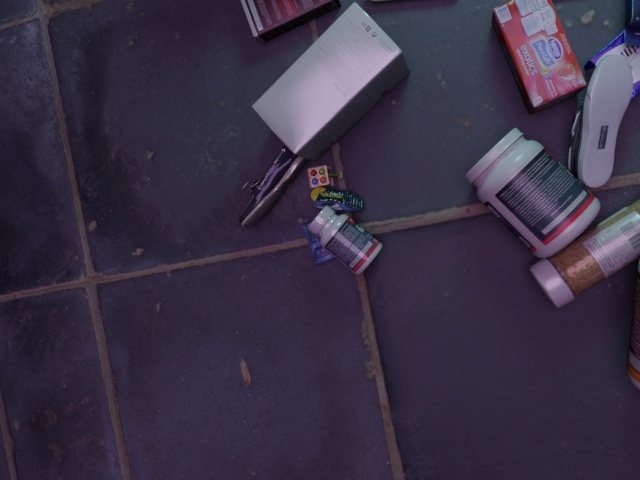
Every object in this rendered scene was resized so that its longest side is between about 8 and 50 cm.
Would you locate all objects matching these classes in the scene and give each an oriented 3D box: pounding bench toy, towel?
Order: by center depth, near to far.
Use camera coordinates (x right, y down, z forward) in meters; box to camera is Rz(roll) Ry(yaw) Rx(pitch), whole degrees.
[{"bbox_3d":[0.015,-0.170,1.654,0.083,0.065,0.052,-9,90,13],"label":"pounding bench toy"},{"bbox_3d":[0.000,0.000,1.684,0.067,0.029,0.120,-20,88,13],"label":"towel"}]

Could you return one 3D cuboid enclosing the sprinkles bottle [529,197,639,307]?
[{"bbox_3d":[0.676,0.018,1.478,0.355,0.121,0.121,-35,85,12],"label":"sprinkles bottle"}]

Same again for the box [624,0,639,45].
[{"bbox_3d":[0.766,-0.547,1.430,0.136,0.036,0.225,7,80,-3],"label":"box"}]

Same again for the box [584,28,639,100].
[{"bbox_3d":[0.719,-0.409,1.474,0.126,0.072,0.137,-41,83,11],"label":"box"}]

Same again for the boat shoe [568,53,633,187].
[{"bbox_3d":[0.638,-0.279,1.465,0.108,0.102,0.301,-4,109,-13],"label":"boat shoe"}]

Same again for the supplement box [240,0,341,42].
[{"bbox_3d":[-0.081,-0.633,1.652,0.239,0.073,0.130,-20,89,14],"label":"supplement box"}]

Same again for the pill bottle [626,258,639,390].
[{"bbox_3d":[0.798,0.139,1.351,0.223,0.224,0.392,1,111,13],"label":"pill bottle"}]

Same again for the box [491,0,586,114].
[{"bbox_3d":[0.514,-0.446,1.494,0.128,0.122,0.257,-23,87,14],"label":"box"}]

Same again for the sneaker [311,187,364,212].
[{"bbox_3d":[0.044,-0.102,1.661,0.144,0.059,0.053,12,63,-1],"label":"sneaker"}]

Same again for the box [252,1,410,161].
[{"bbox_3d":[0.033,-0.379,1.565,0.345,0.215,0.168,-43,83,11],"label":"box"}]

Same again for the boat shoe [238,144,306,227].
[{"bbox_3d":[-0.142,-0.148,1.676,0.079,0.095,0.254,41,103,8],"label":"boat shoe"}]

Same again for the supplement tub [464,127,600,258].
[{"bbox_3d":[0.494,-0.111,1.479,0.191,0.191,0.272,-45,83,11],"label":"supplement tub"}]

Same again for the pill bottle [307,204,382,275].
[{"bbox_3d":[0.061,-0.004,1.619,0.180,0.108,0.108,39,101,0],"label":"pill bottle"}]
